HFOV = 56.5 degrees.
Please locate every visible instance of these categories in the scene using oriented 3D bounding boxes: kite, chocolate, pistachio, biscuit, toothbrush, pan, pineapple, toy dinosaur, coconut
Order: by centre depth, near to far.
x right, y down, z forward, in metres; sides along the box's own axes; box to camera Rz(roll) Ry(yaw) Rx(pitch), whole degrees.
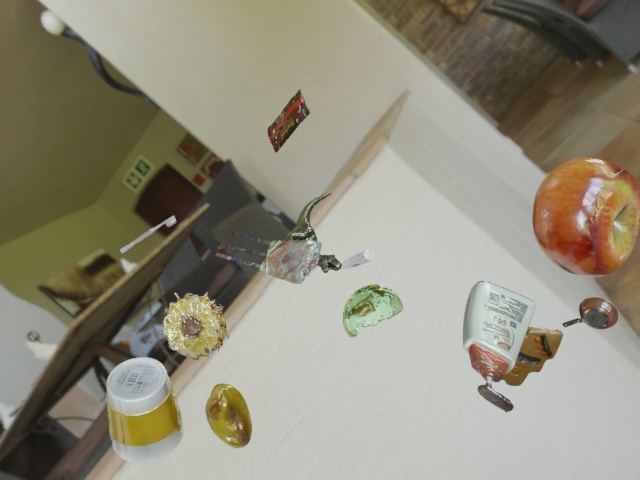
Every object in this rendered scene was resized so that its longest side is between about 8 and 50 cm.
[{"bbox_3d":[0.495,0.147,1.108,0.023,0.068,0.115,-40,-1,-40],"label":"pan"},{"bbox_3d":[-0.108,0.028,1.274,0.127,0.229,0.016,-60,30,25],"label":"kite"},{"bbox_3d":[-0.386,-0.013,1.330,0.194,0.017,0.014,-24,5,32],"label":"toothbrush"},{"bbox_3d":[0.000,0.000,1.422,0.179,0.187,0.087,-31,-17,-29],"label":"toy dinosaur"},{"bbox_3d":[0.125,0.167,1.499,0.158,0.133,0.055,-14,17,-7],"label":"coconut"},{"bbox_3d":[-0.089,-0.313,1.569,0.028,0.086,0.182,-3,-25,-43],"label":"chocolate"},{"bbox_3d":[-0.250,0.476,1.637,0.100,0.189,0.110,-19,10,38],"label":"pistachio"},{"bbox_3d":[-0.371,0.245,1.733,0.221,0.221,0.047,-49,-9,7],"label":"pineapple"},{"bbox_3d":[0.663,0.373,1.982,0.301,0.278,0.043,-36,27,26],"label":"biscuit"}]

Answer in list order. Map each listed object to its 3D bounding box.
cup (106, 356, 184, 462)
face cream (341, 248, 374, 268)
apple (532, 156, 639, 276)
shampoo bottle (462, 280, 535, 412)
[{"bbox_3d":[-0.457,0.411,1.535,0.241,0.185,0.226,-113,20,-52],"label":"cup"},{"bbox_3d":[0.102,0.057,1.709,0.130,0.034,0.034,-26,21,53],"label":"face cream"},{"bbox_3d":[0.604,-0.052,1.372,0.251,0.272,0.206,-42,33,-26],"label":"apple"},{"bbox_3d":[0.368,0.219,1.249,0.071,0.153,0.284,112,-178,-48],"label":"shampoo bottle"}]
